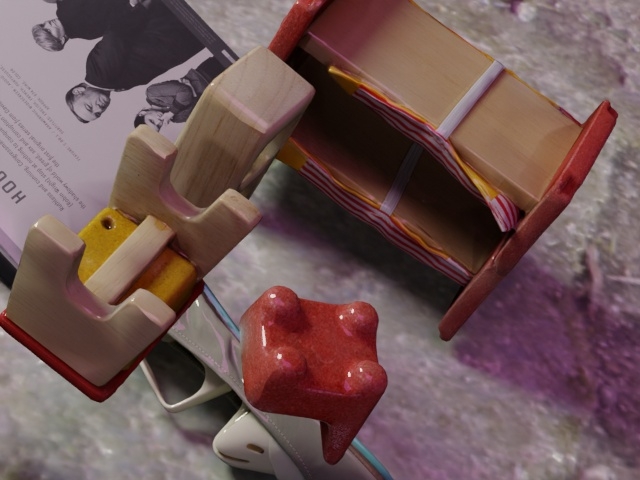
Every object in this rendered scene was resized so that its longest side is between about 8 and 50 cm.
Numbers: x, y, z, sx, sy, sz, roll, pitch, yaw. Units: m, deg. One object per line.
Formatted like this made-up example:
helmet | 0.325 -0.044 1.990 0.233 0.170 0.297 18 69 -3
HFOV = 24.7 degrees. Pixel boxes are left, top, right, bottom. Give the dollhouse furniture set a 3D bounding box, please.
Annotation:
dollhouse furniture set | 0.000 0.000 0.823 0.201 0.152 0.374 37 44 2

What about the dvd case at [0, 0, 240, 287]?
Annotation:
dvd case | -0.168 -0.101 0.918 0.179 0.029 0.239 47 50 -1

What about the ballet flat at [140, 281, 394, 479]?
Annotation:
ballet flat | -0.049 0.089 0.832 0.068 0.072 0.213 -41 74 -11
